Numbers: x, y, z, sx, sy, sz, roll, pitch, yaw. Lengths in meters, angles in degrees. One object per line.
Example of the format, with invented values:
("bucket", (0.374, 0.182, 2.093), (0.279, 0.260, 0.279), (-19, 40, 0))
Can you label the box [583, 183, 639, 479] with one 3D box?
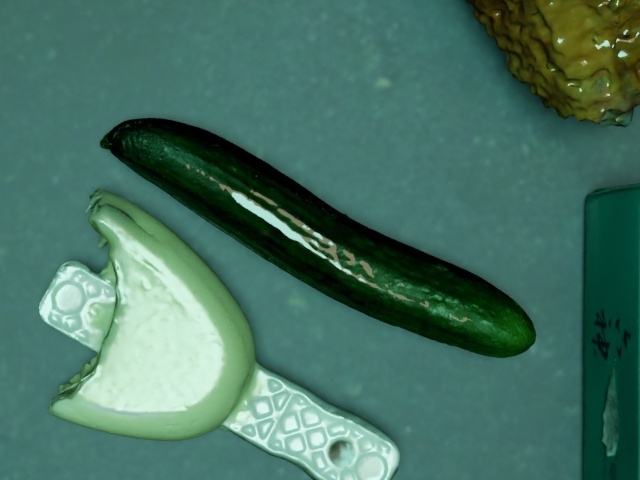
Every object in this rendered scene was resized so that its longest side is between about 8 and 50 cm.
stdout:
("box", (0.239, 0.090, 0.530), (0.153, 0.092, 0.245), (0, 89, -4))

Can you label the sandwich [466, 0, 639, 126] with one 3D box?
("sandwich", (0.116, -0.202, 0.502), (0.162, 0.250, 0.301), (-13, 102, 38))

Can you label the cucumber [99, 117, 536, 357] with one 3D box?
("cucumber", (0.000, 0.000, 0.532), (0.284, 0.056, 0.056), (27, 87, -3))

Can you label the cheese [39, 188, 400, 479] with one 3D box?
("cheese", (-0.059, 0.079, 0.527), (0.235, 0.050, 0.127), (29, 84, -5))
